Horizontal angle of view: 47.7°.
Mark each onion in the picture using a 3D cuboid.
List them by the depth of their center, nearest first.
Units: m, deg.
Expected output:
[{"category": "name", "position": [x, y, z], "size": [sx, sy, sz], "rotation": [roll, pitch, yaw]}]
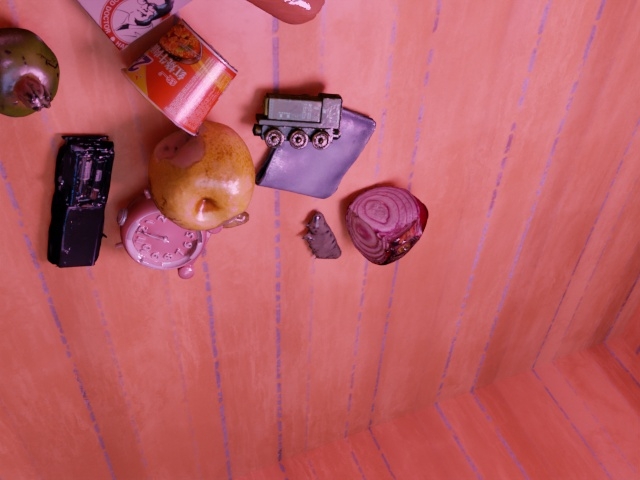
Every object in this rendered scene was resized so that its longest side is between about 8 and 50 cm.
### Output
[{"category": "onion", "position": [0.207, -0.046, 2.192], "size": [0.206, 0.216, 0.207], "rotation": [-33, 154, -22]}]

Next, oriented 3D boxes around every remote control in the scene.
[{"category": "remote control", "position": [-0.583, -0.081, 1.773], "size": [0.144, 0.062, 0.399], "rotation": [-4, 134, -29]}]

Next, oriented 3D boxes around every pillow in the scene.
[{"category": "pillow", "position": [0.000, 0.001, 2.226], "size": [0.093, 0.051, 0.241], "rotation": [-30, 143, 0]}]

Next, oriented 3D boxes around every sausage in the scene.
[{"category": "sausage", "position": [-0.122, -0.551, 1.509], "size": [0.304, 0.121, 0.121], "rotation": [20, 120, -42]}]

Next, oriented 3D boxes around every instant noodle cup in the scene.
[{"category": "instant noodle cup", "position": [-0.292, -0.357, 1.562], "size": [0.174, 0.213, 0.213], "rotation": [-46, 139, 6]}]

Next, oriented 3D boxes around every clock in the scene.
[{"category": "clock", "position": [-0.409, -0.038, 1.882], "size": [0.241, 0.142, 0.227], "rotation": [17, 122, -30]}]

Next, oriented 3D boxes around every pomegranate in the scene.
[{"category": "pomegranate", "position": [-0.589, -0.313, 1.411], "size": [0.179, 0.210, 0.180], "rotation": [-31, 148, -22]}]

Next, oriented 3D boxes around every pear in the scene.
[{"category": "pear", "position": [-0.282, -0.160, 1.720], "size": [0.271, 0.271, 0.271], "rotation": [-17, 139, -15]}]

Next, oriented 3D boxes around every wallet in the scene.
[{"category": "wallet", "position": [-0.015, -0.239, 1.960], "size": [0.251, 0.054, 0.290], "rotation": [10, 126, -37]}]

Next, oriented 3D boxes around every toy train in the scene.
[{"category": "toy train", "position": [-0.056, -0.302, 1.808], "size": [0.225, 0.090, 0.137], "rotation": [1, 114, -14]}]

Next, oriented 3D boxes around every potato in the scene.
[{"category": "potato", "position": [-0.241, -0.061, 2.019], "size": [0.092, 0.045, 0.047], "rotation": [-16, 102, -13]}]

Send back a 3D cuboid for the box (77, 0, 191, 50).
[{"category": "box", "position": [-0.405, -0.556, 1.380], "size": [0.214, 0.069, 0.353], "rotation": [-33, 142, 3]}]
